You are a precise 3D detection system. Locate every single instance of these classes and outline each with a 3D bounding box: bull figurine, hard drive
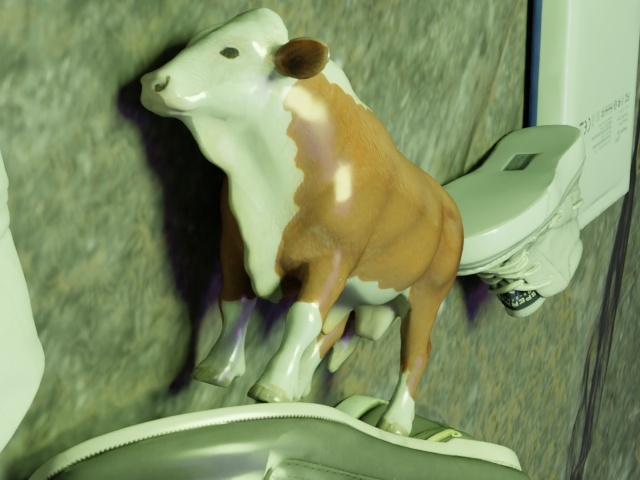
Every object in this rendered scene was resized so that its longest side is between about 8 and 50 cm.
[{"bbox_3d":[0.000,0.000,0.787,0.310,0.101,0.188,27,79,-59],"label":"bull figurine"},{"bbox_3d":[0.236,-0.177,1.240,0.210,0.040,0.319,-29,124,-57],"label":"hard drive"}]

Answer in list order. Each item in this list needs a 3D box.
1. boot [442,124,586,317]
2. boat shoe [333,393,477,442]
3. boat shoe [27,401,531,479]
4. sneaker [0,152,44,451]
[{"bbox_3d":[0.149,0.005,1.070,0.258,0.095,0.123,-37,123,-55],"label":"boot"},{"bbox_3d":[0.002,0.200,0.857,0.305,0.091,0.109,-45,136,-49],"label":"boat shoe"},{"bbox_3d":[0.008,0.154,0.731,0.335,0.112,0.095,12,47,-43],"label":"boat shoe"},{"bbox_3d":[-0.185,0.056,0.442,0.292,0.108,0.169,-45,133,-50],"label":"sneaker"}]
